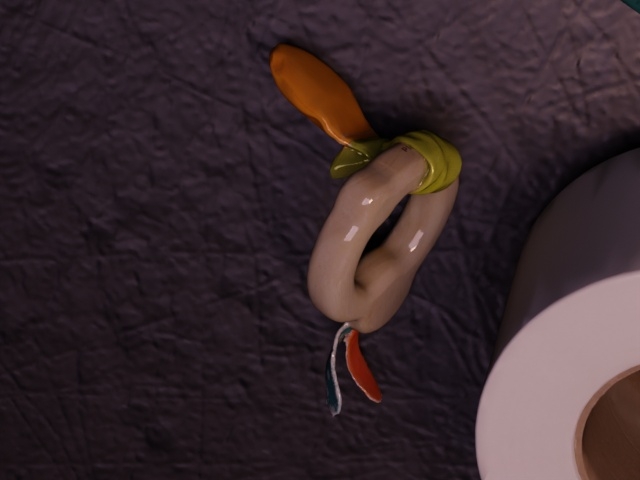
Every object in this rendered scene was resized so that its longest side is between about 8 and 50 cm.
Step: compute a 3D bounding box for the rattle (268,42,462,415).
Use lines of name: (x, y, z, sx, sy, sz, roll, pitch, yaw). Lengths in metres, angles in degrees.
rattle: (0.000, 0.000, 1.066, 0.143, 0.130, 0.199, 24, 137, 10)

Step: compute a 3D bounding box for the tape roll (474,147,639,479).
tape roll: (0.223, 0.082, 0.988, 0.246, 0.169, 0.246, 6, 118, 12)

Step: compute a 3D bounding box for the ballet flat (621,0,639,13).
ballet flat: (0.129, -0.218, 0.975, 0.247, 0.083, 0.087, 30, 86, -3)
